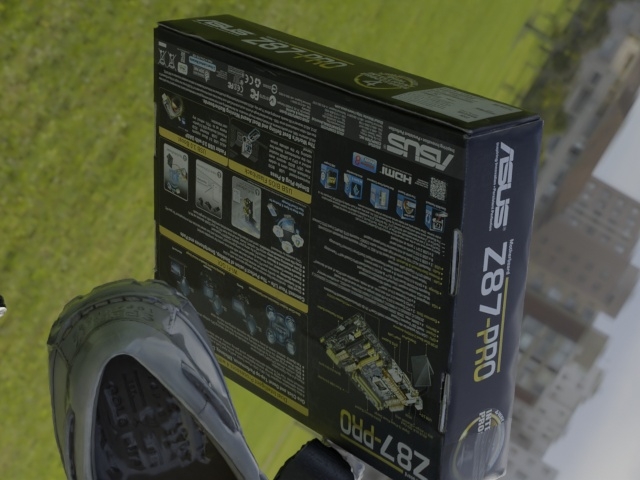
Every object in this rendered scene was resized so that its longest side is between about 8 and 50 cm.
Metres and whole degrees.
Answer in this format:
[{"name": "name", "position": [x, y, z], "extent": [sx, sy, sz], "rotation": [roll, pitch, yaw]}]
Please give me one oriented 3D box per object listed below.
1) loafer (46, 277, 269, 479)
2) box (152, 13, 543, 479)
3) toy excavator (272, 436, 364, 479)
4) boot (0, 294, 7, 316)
[{"name": "loafer", "position": [-0.061, 0.176, 0.641], "extent": [0.112, 0.320, 0.111], "rotation": [-20, -166, -3]}, {"name": "box", "position": [0.000, 0.000, 1.114], "extent": [0.097, 0.395, 0.318], "rotation": [-15, 117, -39]}, {"name": "toy excavator", "position": [-0.054, 0.399, 1.034], "extent": [0.445, 0.222, 0.433], "rotation": [-53, 171, -4]}, {"name": "boot", "position": [-0.351, 0.003, 0.936], "extent": [0.083, 0.246, 0.161], "rotation": [34, 48, -73]}]
